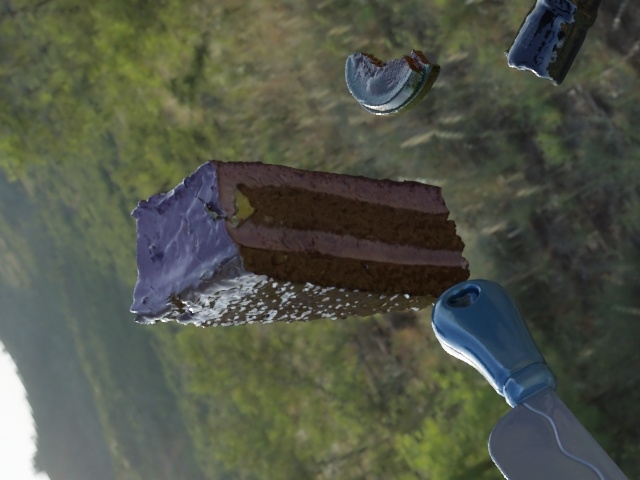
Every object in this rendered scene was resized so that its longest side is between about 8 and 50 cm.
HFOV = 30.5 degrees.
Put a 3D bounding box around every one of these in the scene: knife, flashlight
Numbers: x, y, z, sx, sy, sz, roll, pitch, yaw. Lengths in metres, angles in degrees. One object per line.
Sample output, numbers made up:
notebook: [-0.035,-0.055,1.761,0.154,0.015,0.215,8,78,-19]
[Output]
knife: [0.113,0.097,0.614,0.244,0.058,0.032,-115,4,-55]
flashlight: [0.395,-0.424,1.652,0.103,0.424,0.103,23,-161,-8]

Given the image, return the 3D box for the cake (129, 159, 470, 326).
cake: [0.000,0.000,0.932,0.113,0.295,0.116,-37,61,53]

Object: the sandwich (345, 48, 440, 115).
sandwich: [0.069,-0.162,1.201,0.135,0.029,0.067,6,85,55]
